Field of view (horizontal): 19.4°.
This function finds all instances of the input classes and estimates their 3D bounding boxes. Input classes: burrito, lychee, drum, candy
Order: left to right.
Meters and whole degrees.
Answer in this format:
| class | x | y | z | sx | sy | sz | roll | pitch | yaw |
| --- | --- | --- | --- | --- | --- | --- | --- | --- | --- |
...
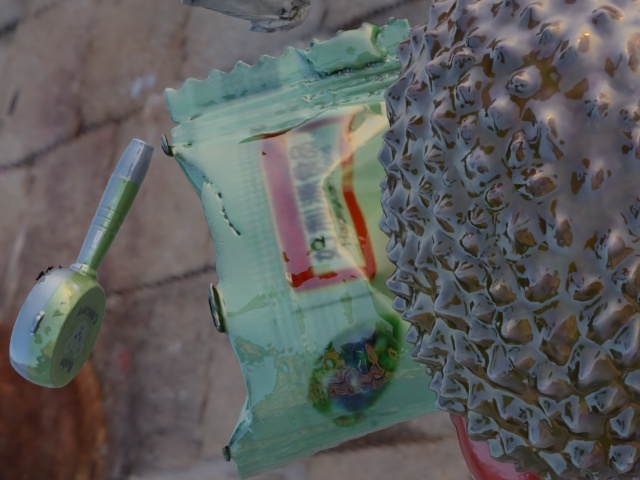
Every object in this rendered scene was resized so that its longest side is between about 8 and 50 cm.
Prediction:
| class | x | y | z | sx | sy | sz | roll | pitch | yaw |
| --- | --- | --- | --- | --- | --- | --- | --- | --- | --- |
| drum | -0.231 | 0.021 | 1.802 | 0.049 | 0.130 | 0.253 | 22 | 97 | 14 |
| burrito | -0.079 | -0.183 | 1.239 | 0.064 | 0.203 | 0.064 | -12 | 71 | 39 |
| candy | 0.001 | 0.001 | 1.773 | 0.172 | 0.263 | 0.398 | 91 | 168 | -73 |
| lychee | 0.220 | -0.032 | 1.329 | 0.380 | 0.380 | 0.432 | -6 | 65 | 53 |

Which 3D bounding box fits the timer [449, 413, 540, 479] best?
| class | x | y | z | sx | sy | sz | roll | pitch | yaw |
| --- | --- | --- | --- | --- | --- | --- | --- | --- | --- |
| timer | 0.281 | 0.142 | 1.960 | 0.279 | 0.378 | 0.378 | -17 | 55 | 10 |
